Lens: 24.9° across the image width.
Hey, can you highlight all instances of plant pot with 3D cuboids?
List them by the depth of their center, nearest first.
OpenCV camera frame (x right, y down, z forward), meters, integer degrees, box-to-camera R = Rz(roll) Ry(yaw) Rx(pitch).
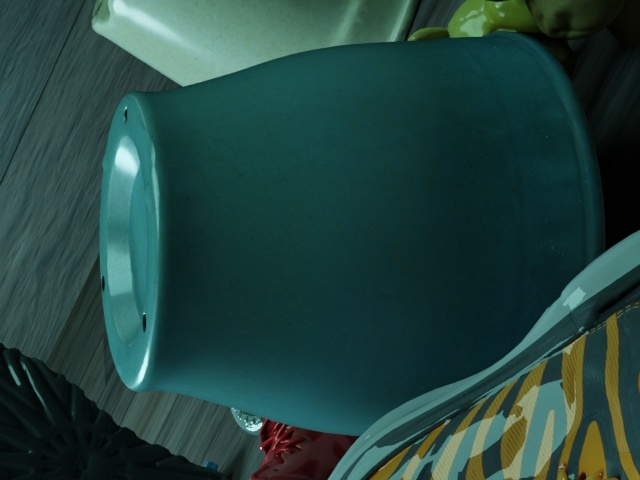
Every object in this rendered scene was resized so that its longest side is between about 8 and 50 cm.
[{"bbox_3d":[0.000,0.000,0.910,0.272,0.255,0.271,180,90,-71],"label":"plant pot"},{"bbox_3d":[-0.087,-0.281,1.694,0.334,0.305,0.334,-57,18,30],"label":"plant pot"}]

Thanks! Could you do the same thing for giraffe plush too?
[{"bbox_3d":[0.148,-0.169,1.038,0.210,0.181,0.170,-71,6,-50],"label":"giraffe plush"}]

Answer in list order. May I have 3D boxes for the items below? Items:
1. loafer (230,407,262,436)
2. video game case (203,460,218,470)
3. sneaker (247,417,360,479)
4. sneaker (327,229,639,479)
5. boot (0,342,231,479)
[{"bbox_3d":[0.007,0.066,1.288,0.094,0.087,0.251,26,86,49],"label":"loafer"},{"bbox_3d":[-0.155,0.318,1.517,0.166,0.015,0.119,-58,9,46],"label":"video game case"},{"bbox_3d":[-0.020,0.144,1.018,0.221,0.128,0.087,47,118,43],"label":"sneaker"},{"bbox_3d":[0.108,0.133,0.677,0.321,0.124,0.180,-48,20,9],"label":"sneaker"},{"bbox_3d":[-0.278,0.318,1.304,0.445,0.367,0.146,-58,1,43],"label":"boot"}]
